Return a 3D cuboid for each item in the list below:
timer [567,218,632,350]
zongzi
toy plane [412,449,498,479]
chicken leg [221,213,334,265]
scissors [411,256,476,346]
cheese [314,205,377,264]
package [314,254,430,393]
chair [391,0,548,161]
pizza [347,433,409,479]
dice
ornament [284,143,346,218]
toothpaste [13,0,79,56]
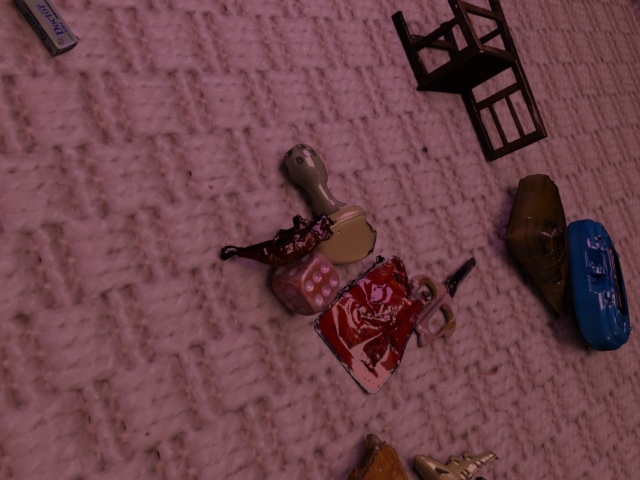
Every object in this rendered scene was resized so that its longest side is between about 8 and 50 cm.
[{"bbox_3d":[0.756,0.123,1.964,0.309,0.115,0.339,29,54,-53],"label":"timer"},{"bbox_3d":[0.602,0.004,1.932,0.300,0.145,0.273,57,38,-32],"label":"zongzi"},{"bbox_3d":[0.278,0.503,1.454,0.244,0.092,0.229,45,63,-23],"label":"toy plane"},{"bbox_3d":[-0.069,0.006,1.315,0.219,0.048,0.089,-25,48,-19],"label":"chicken leg"},{"bbox_3d":[0.287,0.121,1.659,0.317,0.024,0.160,-38,97,-43],"label":"scissors"},{"bbox_3d":[0.000,0.000,1.411,0.256,0.127,0.050,-10,35,-34],"label":"cheese"},{"bbox_3d":[0.122,0.154,1.471,0.194,0.071,0.269,45,51,0],"label":"package"},{"bbox_3d":[0.383,-0.423,1.848,0.241,0.203,0.415,-6,76,-47],"label":"chair"},{"bbox_3d":[0.119,0.531,1.303,0.268,0.087,0.258,55,42,-12],"label":"pizza"},{"bbox_3d":[-0.027,0.078,1.337,0.093,0.091,0.094,-50,120,-29],"label":"dice"},{"bbox_3d":[-0.014,-0.122,1.457,0.156,0.075,0.081,58,40,-5],"label":"ornament"},{"bbox_3d":[-0.466,-0.384,1.187,0.046,0.034,0.164,-41,102,-40],"label":"toothpaste"}]
